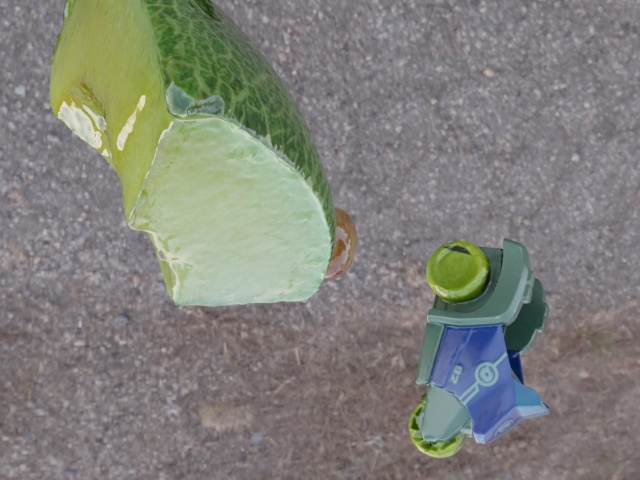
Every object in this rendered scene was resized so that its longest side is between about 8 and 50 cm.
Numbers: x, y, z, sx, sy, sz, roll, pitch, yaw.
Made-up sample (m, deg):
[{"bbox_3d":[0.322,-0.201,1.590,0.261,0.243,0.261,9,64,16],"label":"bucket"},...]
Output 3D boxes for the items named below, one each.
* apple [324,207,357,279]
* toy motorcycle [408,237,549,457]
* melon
[{"bbox_3d":[0.000,0.000,1.454,0.146,0.146,0.131,16,92,-29],"label":"apple"},{"bbox_3d":[0.254,0.174,1.215,0.199,0.327,0.191,4,158,27],"label":"toy motorcycle"},{"bbox_3d":[-0.141,-0.119,0.734,0.226,0.344,0.331,-29,149,9],"label":"melon"}]
